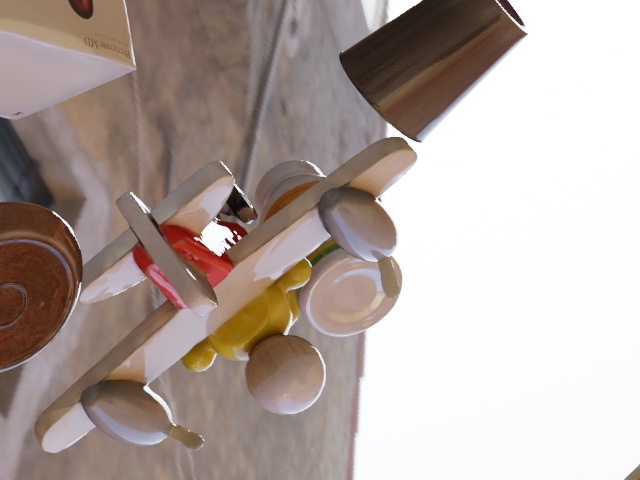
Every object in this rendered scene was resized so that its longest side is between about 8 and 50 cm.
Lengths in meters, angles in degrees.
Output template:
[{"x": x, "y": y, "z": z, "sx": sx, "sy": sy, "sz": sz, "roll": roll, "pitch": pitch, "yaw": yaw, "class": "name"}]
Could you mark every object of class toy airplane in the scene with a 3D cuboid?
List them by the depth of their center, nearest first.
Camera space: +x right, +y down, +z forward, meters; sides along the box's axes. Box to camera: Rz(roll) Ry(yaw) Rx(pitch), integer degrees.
[{"x": -0.093, "y": 0.066, "z": 1.422, "sx": 0.384, "sy": 0.386, "sz": 0.272, "roll": -33, "pitch": -98, "yaw": -43, "class": "toy airplane"}]

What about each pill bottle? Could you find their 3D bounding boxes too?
[{"x": 0.000, "y": 0.000, "z": 1.752, "sx": 0.136, "sy": 0.136, "sz": 0.245, "roll": -26, "pitch": -139, "yaw": -6, "class": "pill bottle"}]

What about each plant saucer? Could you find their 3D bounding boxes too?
[{"x": -0.268, "y": 0.048, "z": 1.120, "sx": 0.168, "sy": 0.168, "sz": 0.029, "roll": -38, "pitch": -134, "yaw": -16, "class": "plant saucer"}]

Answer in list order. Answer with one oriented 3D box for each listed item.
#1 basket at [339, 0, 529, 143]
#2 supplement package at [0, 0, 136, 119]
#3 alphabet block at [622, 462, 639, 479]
[{"x": 0.175, "y": -0.275, "z": 1.947, "sx": 0.227, "sy": 0.204, "sz": 0.154, "roll": -38, "pitch": -131, "yaw": 18, "class": "basket"}, {"x": -0.281, "y": -0.228, "z": 1.108, "sx": 0.149, "sy": 0.194, "sz": 0.203, "roll": -17, "pitch": -102, "yaw": 30, "class": "supplement package"}, {"x": 0.371, "y": 0.250, "z": 1.139, "sx": 0.193, "sy": 0.192, "sz": 0.197, "roll": 43, "pitch": -81, "yaw": 3, "class": "alphabet block"}]
